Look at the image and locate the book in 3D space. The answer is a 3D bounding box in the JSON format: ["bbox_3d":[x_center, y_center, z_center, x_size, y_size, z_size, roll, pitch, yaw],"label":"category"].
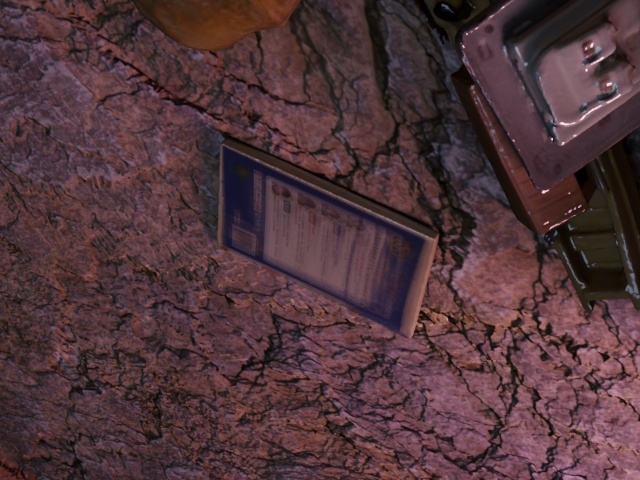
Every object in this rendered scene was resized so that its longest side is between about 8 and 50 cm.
[{"bbox_3d":[0.000,0.000,1.655,0.322,0.018,0.228,25,142,13],"label":"book"}]

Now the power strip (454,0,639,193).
[{"bbox_3d":[0.255,-0.170,1.130,0.198,0.213,0.064,55,174,-25],"label":"power strip"}]

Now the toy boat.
[{"bbox_3d":[0.237,-0.108,1.245,0.136,0.162,0.445,-7,125,39],"label":"toy boat"}]

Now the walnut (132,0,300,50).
[{"bbox_3d":[-0.118,-0.333,1.218,0.283,0.227,0.283,52,180,0],"label":"walnut"}]
